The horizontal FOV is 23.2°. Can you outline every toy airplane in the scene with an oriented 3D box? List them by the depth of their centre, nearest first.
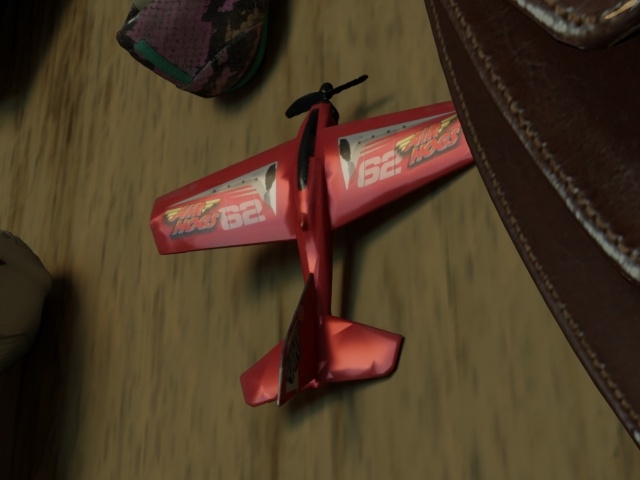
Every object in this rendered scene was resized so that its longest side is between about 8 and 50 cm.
[{"bbox_3d":[0.000,0.000,0.584,0.151,0.028,0.151,-20,49,25],"label":"toy airplane"}]

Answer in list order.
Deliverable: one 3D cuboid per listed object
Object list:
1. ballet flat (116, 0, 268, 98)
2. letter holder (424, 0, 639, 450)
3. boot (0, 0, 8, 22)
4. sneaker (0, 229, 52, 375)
[{"bbox_3d":[-0.057,-0.171,0.737,0.077,0.079,0.221,-26,47,43],"label":"ballet flat"},{"bbox_3d":[0.079,-0.111,0.444,0.214,0.152,0.302,-45,37,24],"label":"letter holder"},{"bbox_3d":[-0.185,-0.194,0.883,0.248,0.090,0.206,142,140,-72],"label":"boot"},{"bbox_3d":[-0.193,0.152,0.647,0.137,0.210,0.366,-40,4,40],"label":"sneaker"}]
